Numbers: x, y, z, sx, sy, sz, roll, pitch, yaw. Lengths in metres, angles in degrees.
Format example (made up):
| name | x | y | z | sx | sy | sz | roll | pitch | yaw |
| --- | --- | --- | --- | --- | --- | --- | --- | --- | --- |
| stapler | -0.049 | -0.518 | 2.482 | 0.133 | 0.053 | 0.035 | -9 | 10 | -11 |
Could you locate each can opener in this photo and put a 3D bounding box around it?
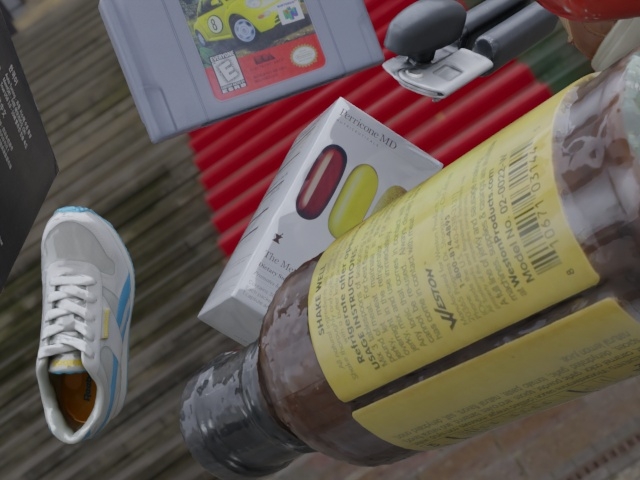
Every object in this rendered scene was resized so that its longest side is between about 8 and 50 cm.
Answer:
| name | x | y | z | sx | sy | sz | roll | pitch | yaw |
| --- | --- | --- | --- | --- | --- | --- | --- | --- | --- |
| can opener | 0.161 | -0.211 | 1.191 | 0.280 | 0.074 | 0.093 | -32 | -34 | -47 |

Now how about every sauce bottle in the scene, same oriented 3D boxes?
| name | x | y | z | sx | sy | sz | roll | pitch | yaw |
| --- | --- | --- | --- | --- | --- | --- | --- | --- | --- |
| sauce bottle | 0.045 | 0.036 | 0.521 | 0.111 | 0.111 | 0.344 | -39 | 5 | -42 |

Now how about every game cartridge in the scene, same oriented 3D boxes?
| name | x | y | z | sx | sy | sz | roll | pitch | yaw |
| --- | --- | --- | --- | --- | --- | --- | --- | --- | --- |
| game cartridge | -0.088 | -0.247 | 1.328 | 0.294 | 0.196 | 0.060 | -22 | -1 | -19 |

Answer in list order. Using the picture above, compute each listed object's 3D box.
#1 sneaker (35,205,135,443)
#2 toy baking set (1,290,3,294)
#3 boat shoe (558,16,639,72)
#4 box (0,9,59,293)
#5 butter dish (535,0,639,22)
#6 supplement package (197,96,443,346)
| name | x | y | z | sx | sy | sz | roll | pitch | yaw |
| --- | --- | --- | --- | --- | --- | --- | --- | --- | --- |
| sneaker | -0.229 | 0.082 | 1.131 | 0.087 | 0.229 | 0.092 | -1 | 13 | 7 |
| toy baking set | -0.432 | 0.046 | 1.242 | 0.196 | 0.030 | 0.256 | -10 | -21 | -21 |
| boat shoe | 0.228 | -0.230 | 0.718 | 0.123 | 0.116 | 0.324 | -34 | -17 | -38 |
| box | -0.230 | -0.107 | 0.324 | 0.307 | 0.242 | 0.076 | 83 | -161 | -53 |
| butter dish | 0.120 | -0.167 | 0.572 | 0.118 | 0.160 | 0.160 | -16 | 22 | 1 |
| supplement package | 0.000 | 0.000 | 1.220 | 0.244 | 0.139 | 0.134 | -63 | 12 | -21 |
